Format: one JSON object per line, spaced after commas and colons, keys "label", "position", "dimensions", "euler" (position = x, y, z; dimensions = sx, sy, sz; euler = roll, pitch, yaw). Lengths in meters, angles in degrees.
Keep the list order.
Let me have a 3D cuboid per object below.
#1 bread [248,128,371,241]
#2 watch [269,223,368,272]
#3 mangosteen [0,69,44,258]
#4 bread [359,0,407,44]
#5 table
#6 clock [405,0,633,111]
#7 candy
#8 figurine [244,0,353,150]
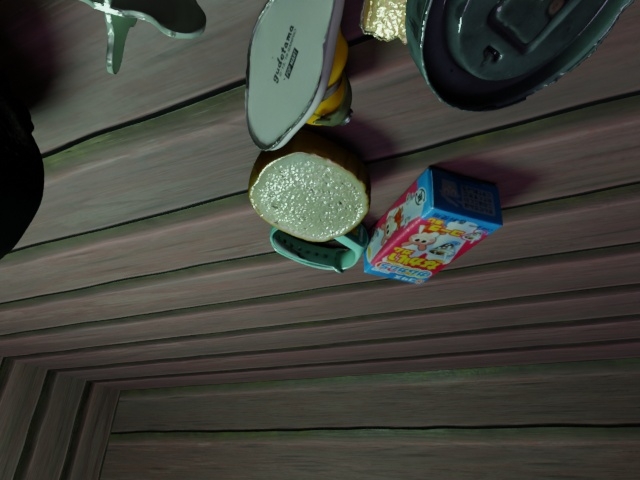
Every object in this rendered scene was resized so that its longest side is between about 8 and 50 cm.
{"label": "bread", "position": [-0.019, -0.094, 0.875], "dimensions": [0.235, 0.070, 0.236], "euler": [4, 141, 3]}
{"label": "watch", "position": [0.000, 0.000, 1.083], "dimensions": [0.237, 0.068, 0.195], "euler": [29, 143, -36]}
{"label": "mangosteen", "position": [-0.608, -0.092, 0.626], "dimensions": [0.382, 0.435, 0.382], "euler": [38, 150, 26]}
{"label": "bread", "position": [0.115, -0.287, 0.549], "dimensions": [0.125, 0.082, 0.106], "euler": [13, 138, 3]}
{"label": "table", "position": [-0.181, -0.281, 0.462], "dimensions": [0.166, 0.199, 0.167], "euler": [2, 151, 1]}
{"label": "clock", "position": [0.217, -0.262, 0.496], "dimensions": [0.280, 0.056, 0.281], "euler": [-18, 146, -12]}
{"label": "candy", "position": [0.218, -0.016, 1.002], "dimensions": [0.157, 0.100, 0.306], "euler": [12, 151, -17]}
{"label": "figurine", "position": [0.007, -0.231, 0.626], "dimensions": [0.141, 0.167, 0.250], "euler": [-5, 146, -37]}
